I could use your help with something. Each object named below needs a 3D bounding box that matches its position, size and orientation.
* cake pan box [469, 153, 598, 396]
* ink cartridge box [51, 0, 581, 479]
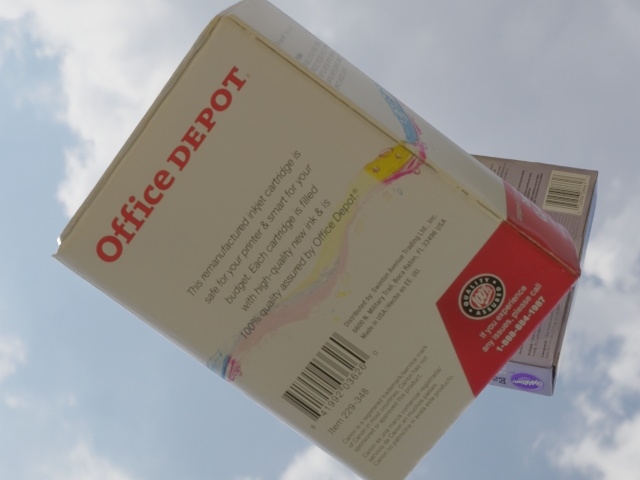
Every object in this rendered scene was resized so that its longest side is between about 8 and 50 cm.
[{"bbox_3d":[0.150,0.017,1.348,0.245,0.070,0.267,9,-124,14],"label":"cake pan box"},{"bbox_3d":[0.000,0.000,0.940,0.306,0.226,0.131,38,-161,-5],"label":"ink cartridge box"}]
